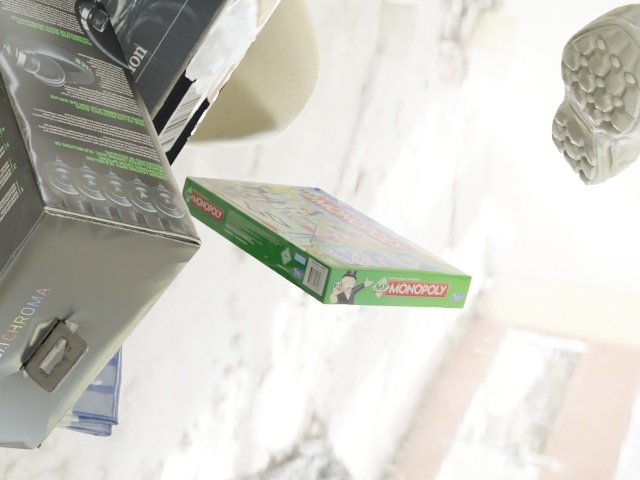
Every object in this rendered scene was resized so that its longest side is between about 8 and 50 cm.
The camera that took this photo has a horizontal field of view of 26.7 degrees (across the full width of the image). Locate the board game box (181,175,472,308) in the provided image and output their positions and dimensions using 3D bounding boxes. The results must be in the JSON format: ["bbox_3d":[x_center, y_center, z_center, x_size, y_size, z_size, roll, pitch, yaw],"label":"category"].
[{"bbox_3d":[0.000,0.000,1.614,0.213,0.317,0.046,3,109,-38],"label":"board game box"}]

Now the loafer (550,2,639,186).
[{"bbox_3d":[0.289,-0.146,1.264,0.111,0.112,0.319,-34,168,-5],"label":"loafer"}]

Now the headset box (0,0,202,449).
[{"bbox_3d":[-0.234,-0.017,0.997,0.131,0.283,0.246,13,128,-41],"label":"headset box"}]

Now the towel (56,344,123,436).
[{"bbox_3d":[-0.403,0.164,1.783,0.209,0.284,0.034,-96,-162,-51],"label":"towel"}]

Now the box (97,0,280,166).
[{"bbox_3d":[-0.250,-0.199,1.215,0.343,0.312,0.179,-54,175,23],"label":"box"}]

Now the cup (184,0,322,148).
[{"bbox_3d":[-0.136,-0.243,1.642,0.237,0.331,0.331,29,69,-40],"label":"cup"}]
